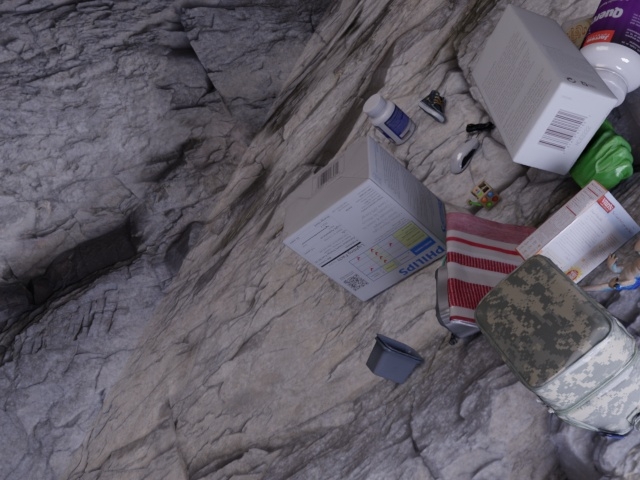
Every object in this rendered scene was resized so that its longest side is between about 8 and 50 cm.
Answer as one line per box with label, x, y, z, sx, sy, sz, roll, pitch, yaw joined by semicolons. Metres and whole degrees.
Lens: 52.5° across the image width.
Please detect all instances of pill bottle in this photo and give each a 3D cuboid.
pill bottle;0.782;-0.513;1.696;0.181;0.181;0.323;4;62;56
pill bottle;0.248;-0.448;2.383;0.112;0.186;0.112;-35;35;29

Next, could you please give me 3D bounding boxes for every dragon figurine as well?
dragon figurine;0.672;0.073;1.334;0.289;0.144;0.085;-50;25;47

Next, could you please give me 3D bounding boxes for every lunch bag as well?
lunch bag;0.487;0.217;1.277;0.212;0.256;0.305;-46;29;10

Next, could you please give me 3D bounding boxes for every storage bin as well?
storage bin;0.187;0.317;1.732;0.091;0.135;0.098;-60;29;8

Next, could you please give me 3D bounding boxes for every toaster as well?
toaster;0.378;0.143;1.639;0.146;0.129;0.227;-28;36;34

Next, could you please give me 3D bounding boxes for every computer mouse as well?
computer mouse;0.466;-0.300;2.065;0.193;0.042;0.106;-58;31;-8

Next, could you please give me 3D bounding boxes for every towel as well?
towel;0.421;0.074;1.567;0.037;0.237;0.329;103;176;-50

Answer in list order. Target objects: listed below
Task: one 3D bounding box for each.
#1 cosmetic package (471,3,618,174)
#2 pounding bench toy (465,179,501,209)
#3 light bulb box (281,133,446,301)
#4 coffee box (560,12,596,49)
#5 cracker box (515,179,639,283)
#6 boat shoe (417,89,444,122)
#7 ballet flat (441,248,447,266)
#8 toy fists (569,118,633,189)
cosmetic package;0.559;-0.402;1.689;0.453;0.161;0.230;-95;22;-47
pounding bench toy;0.464;-0.119;1.866;0.083;0.052;0.065;-45;31;16
light bulb box;0.136;-0.056;1.955;0.358;0.361;0.225;-34;33;30
coffee box;0.731;-0.515;1.854;0.141;0.098;0.246;5;63;57
cracker box;0.582;-0.004;1.472;0.232;0.155;0.067;-44;30;16
boat shoe;0.411;-0.484;2.312;0.083;0.065;0.183;-48;29;12
ballet flat;0.374;0.042;1.802;0.068;0.072;0.213;10;53;12
toy fists;0.686;-0.231;1.627;0.142;0.096;0.279;-55;25;31
